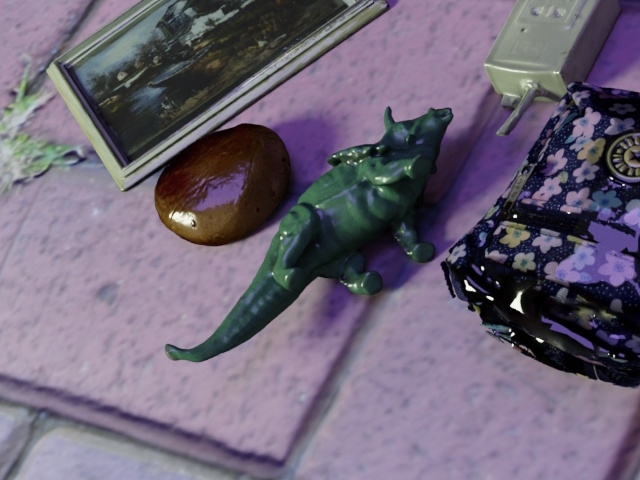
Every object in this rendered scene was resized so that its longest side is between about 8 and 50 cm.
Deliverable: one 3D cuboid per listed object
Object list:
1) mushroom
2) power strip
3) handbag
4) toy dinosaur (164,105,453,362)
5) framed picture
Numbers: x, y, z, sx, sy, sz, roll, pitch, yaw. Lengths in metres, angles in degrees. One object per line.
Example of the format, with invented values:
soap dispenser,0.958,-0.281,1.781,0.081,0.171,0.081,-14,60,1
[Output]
mushroom,-0.084,-0.051,1.378,0.123,0.052,0.123,-13,50,15
power strip,0.179,-0.149,1.319,0.075,0.042,0.175,10,59,34
handbag,0.209,-0.002,1.118,0.229,0.126,0.207,22,65,31
toy dinosaur,0.013,0.003,1.260,0.120,0.079,0.292,13,57,43
framed picture,-0.107,-0.194,1.535,0.296,0.019,0.232,-36,44,-3
